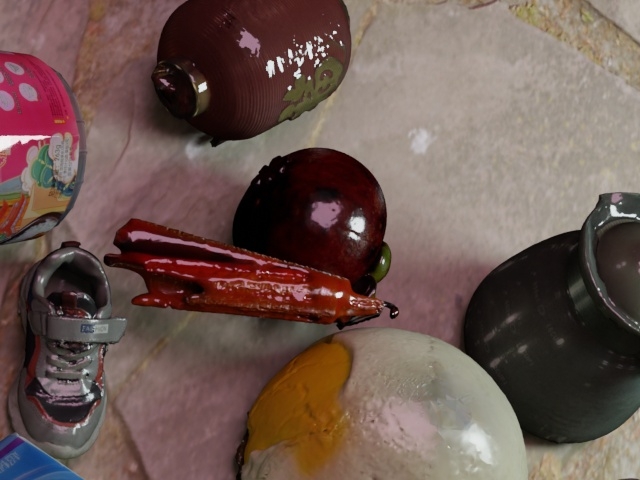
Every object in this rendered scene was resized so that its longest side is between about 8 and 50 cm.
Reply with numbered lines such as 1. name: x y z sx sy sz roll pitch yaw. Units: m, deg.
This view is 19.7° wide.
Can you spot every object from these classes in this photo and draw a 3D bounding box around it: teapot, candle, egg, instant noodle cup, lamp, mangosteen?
1. teapot: 0.305 0.102 1.957 0.223 0.285 0.305 17 55 -17
2. candle: -0.067 0.041 1.835 0.301 0.059 0.084 10 100 -9
3. egg: 0.089 0.214 1.840 0.337 0.201 0.337 12 60 -21
4. instant noodle cup: -0.345 -0.090 1.788 0.181 0.258 0.303 -5 70 -44
5. lamp: -0.075 -0.201 2.028 0.258 0.180 0.180 -32 79 -35
6. mangosteen: 0.000 0.000 1.950 0.199 0.200 0.200 13 57 -20

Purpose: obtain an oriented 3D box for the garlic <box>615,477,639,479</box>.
1. garlic: 0.298 0.357 1.883 0.244 0.160 0.245 -1 93 -23

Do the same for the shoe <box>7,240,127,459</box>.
1. shoe: -0.239 0.095 1.789 0.099 0.125 0.228 10 56 -25

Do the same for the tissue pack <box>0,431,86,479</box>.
1. tissue pack: -0.292 0.320 1.580 0.198 0.146 0.263 29 47 26
